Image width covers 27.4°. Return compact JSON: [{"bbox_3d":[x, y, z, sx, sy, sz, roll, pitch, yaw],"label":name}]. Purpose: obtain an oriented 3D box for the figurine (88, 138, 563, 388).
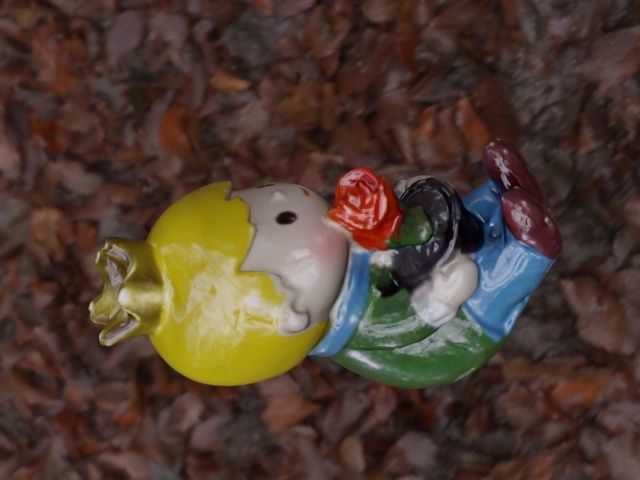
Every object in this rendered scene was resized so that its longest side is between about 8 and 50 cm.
[{"bbox_3d":[0.003,0.009,0.723,0.234,0.127,0.185,18,137,-25],"label":"figurine"}]
